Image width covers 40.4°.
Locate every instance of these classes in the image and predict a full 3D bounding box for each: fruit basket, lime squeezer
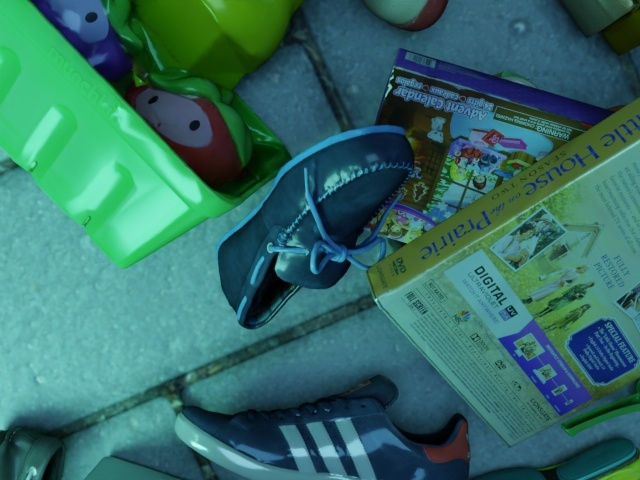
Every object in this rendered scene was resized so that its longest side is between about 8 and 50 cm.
[{"bbox_3d":[-0.164,-0.210,0.938,0.392,0.283,0.391,4,107,13],"label":"fruit basket"},{"bbox_3d":[0.417,0.137,1.029,0.310,0.059,0.110,-43,111,1],"label":"lime squeezer"}]

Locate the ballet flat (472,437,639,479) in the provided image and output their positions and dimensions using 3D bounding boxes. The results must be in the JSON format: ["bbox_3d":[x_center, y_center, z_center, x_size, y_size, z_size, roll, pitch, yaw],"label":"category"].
[{"bbox_3d":[0.284,0.308,1.048,0.231,0.077,0.077,-18,110,1],"label":"ballet flat"}]

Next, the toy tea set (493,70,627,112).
[{"bbox_3d":[0.241,-0.106,1.015,0.336,0.124,0.200,27,124,-4],"label":"toy tea set"}]

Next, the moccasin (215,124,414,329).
[{"bbox_3d":[0.000,0.000,0.920,0.138,0.342,0.116,-1,67,-28],"label":"moccasin"}]

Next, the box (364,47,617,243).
[{"bbox_3d":[0.194,-0.067,0.939,0.294,0.057,0.200,17,124,2],"label":"box"}]

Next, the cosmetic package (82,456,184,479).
[{"bbox_3d":[-0.181,0.507,0.941,0.328,0.329,0.393,18,94,0],"label":"cosmetic package"}]

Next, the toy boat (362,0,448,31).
[{"bbox_3d":[0.137,-0.347,0.983,0.151,0.151,0.231,15,95,-29],"label":"toy boat"}]

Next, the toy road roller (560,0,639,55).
[{"bbox_3d":[0.391,-0.363,0.894,0.241,0.329,0.202,-37,94,-18],"label":"toy road roller"}]

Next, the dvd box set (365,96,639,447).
[{"bbox_3d":[0.301,0.025,0.895,0.420,0.062,0.307,-34,126,14],"label":"dvd box set"}]

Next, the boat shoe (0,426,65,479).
[{"bbox_3d":[-0.367,0.394,1.046,0.096,0.112,0.334,3,91,6],"label":"boat shoe"}]

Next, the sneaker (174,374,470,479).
[{"bbox_3d":[0.010,0.218,1.026,0.350,0.131,0.148,16,87,-6],"label":"sneaker"}]
